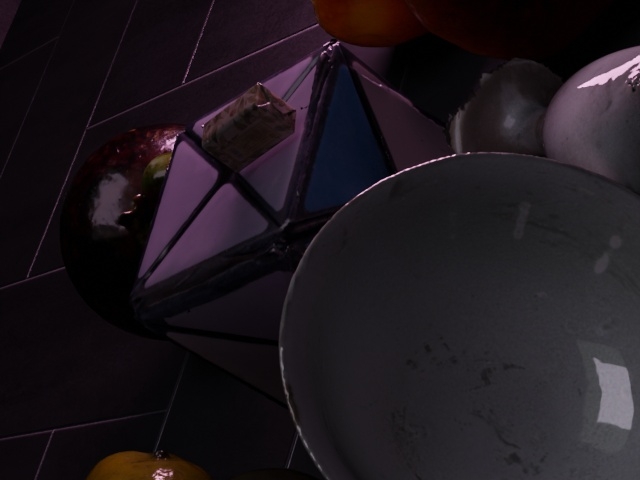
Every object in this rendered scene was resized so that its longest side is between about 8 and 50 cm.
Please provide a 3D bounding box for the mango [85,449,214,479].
[{"bbox_3d":[-0.206,0.415,1.892,0.253,0.182,0.365,120,155,-44],"label":"mango"}]

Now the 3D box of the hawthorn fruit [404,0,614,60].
[{"bbox_3d":[0.226,-0.354,1.922,0.295,0.295,0.311,-54,-5,6],"label":"hawthorn fruit"}]

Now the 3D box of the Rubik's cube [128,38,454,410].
[{"bbox_3d":[0.000,0.000,1.887,0.310,0.307,0.305,-27,39,41],"label":"Rubik's cube"}]

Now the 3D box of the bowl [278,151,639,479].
[{"bbox_3d":[0.172,0.149,1.500,0.196,0.435,0.434,99,-176,-60],"label":"bowl"}]

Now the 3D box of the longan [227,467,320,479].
[{"bbox_3d":[-0.052,0.352,1.739,0.196,0.196,0.220,-38,26,31],"label":"longan"}]

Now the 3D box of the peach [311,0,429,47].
[{"bbox_3d":[0.099,-0.393,2.186,0.281,0.238,0.281,-25,4,2],"label":"peach"}]

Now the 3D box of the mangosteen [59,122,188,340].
[{"bbox_3d":[-0.205,-0.005,2.172,0.306,0.306,0.359,-54,11,6],"label":"mangosteen"}]

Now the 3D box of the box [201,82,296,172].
[{"bbox_3d":[-0.080,-0.123,1.751,0.098,0.062,0.045,-32,37,31],"label":"box"}]

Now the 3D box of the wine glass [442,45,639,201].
[{"bbox_3d":[0.299,-0.111,1.657,0.357,0.190,0.190,8,69,57],"label":"wine glass"}]
